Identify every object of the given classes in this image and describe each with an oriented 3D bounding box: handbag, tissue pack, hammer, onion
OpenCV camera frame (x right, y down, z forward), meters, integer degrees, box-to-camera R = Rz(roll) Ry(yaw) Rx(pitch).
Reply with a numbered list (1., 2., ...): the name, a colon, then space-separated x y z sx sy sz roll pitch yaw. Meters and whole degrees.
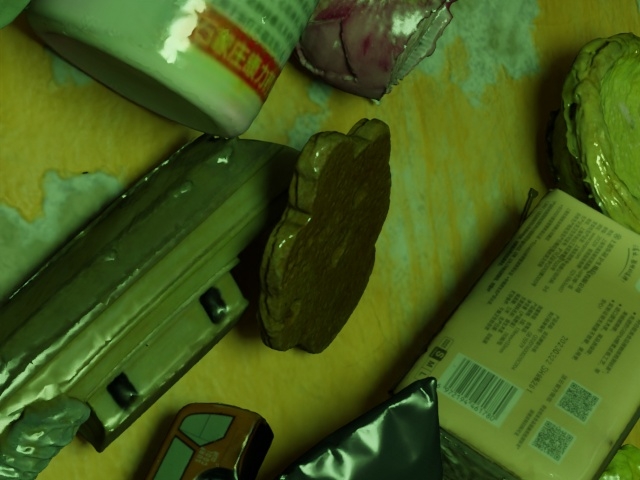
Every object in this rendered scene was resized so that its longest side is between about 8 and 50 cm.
1. handbag: 0.032 0.264 1.106 0.211 0.088 0.254 -28 135 -21
2. tissue pack: 0.238 0.146 1.241 0.238 0.238 0.305 49 65 -20
3. hammer: 0.227 -0.008 1.354 0.029 0.014 0.123 41 62 -35
4. onion: 0.049 -0.256 1.167 0.200 0.200 0.207 36 103 -25

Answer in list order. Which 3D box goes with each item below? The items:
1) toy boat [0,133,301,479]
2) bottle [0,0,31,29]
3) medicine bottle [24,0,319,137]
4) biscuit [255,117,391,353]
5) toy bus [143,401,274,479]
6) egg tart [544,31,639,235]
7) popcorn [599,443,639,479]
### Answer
1. toy boat: -0.148 0.056 1.036 0.445 0.136 0.162 -46 121 -29
2. bottle: -0.342 -0.331 0.890 0.229 0.229 0.352 1 65 -33
3. medicine bottle: -0.074 -0.303 1.019 0.219 0.219 0.388 30 83 -27
4. biscuit: 0.000 0.000 1.089 0.208 0.041 0.290 -54 157 -29
5. toy bus: -0.158 0.330 1.012 0.092 0.093 0.409 21 69 13
6. egg tart: 0.350 -0.099 1.355 0.294 0.123 0.294 19 63 -41
7. popcorn: 0.298 0.315 1.294 0.197 0.155 0.198 8 80 -53
